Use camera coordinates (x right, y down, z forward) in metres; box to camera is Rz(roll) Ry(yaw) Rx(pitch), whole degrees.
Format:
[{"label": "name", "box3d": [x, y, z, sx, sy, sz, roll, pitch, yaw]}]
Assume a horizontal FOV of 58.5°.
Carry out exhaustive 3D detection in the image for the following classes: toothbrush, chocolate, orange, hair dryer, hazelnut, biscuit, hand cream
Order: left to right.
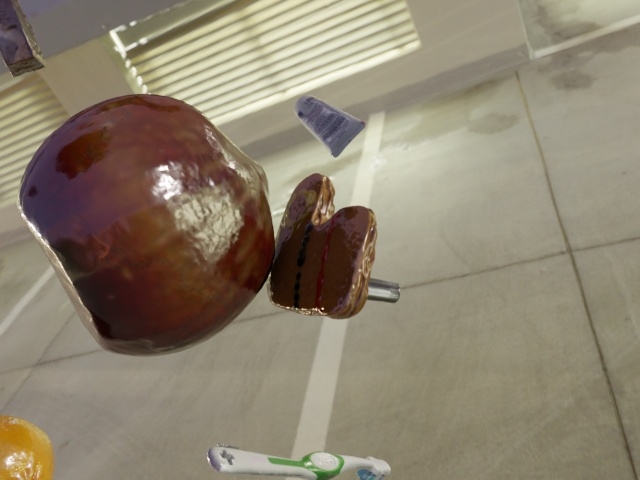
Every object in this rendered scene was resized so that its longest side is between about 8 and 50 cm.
[{"label": "orange", "box3d": [-0.508, 0.365, 0.892, 0.155, 0.178, 0.177, -10, 31, 51]}, {"label": "chocolate", "box3d": [-0.856, -0.613, 1.527, 0.111, 0.321, 0.112, -22, 9, -12]}, {"label": "hazelnut", "box3d": [-0.295, -0.021, 0.985, 0.402, 0.429, 0.402, -28, 14, 8]}, {"label": "toothbrush", "box3d": [-0.004, 0.297, 0.759, 0.040, 0.418, 0.042, -48, 52, 4]}, {"label": "biscuit", "box3d": [-0.002, -0.001, 0.988, 0.277, 0.052, 0.262, 3, 74, 55]}, {"label": "hand cream", "box3d": [0.011, -0.340, 1.634, 0.124, 0.078, 0.341, -46, 41, 4]}, {"label": "hair dryer", "box3d": [0.019, 0.067, 1.518, 0.320, 0.156, 0.284, 6, 27, -28]}]
